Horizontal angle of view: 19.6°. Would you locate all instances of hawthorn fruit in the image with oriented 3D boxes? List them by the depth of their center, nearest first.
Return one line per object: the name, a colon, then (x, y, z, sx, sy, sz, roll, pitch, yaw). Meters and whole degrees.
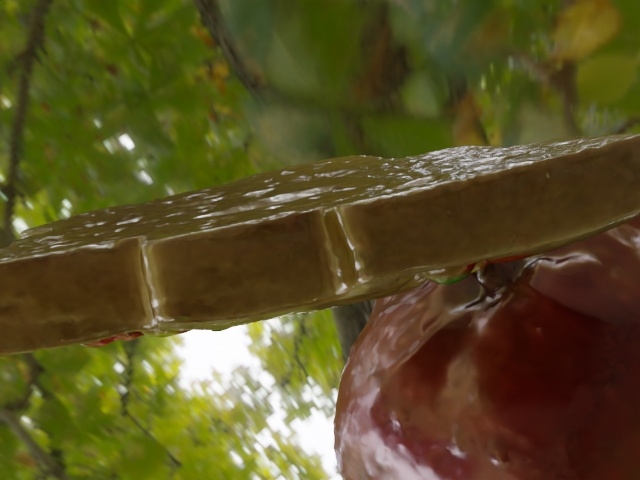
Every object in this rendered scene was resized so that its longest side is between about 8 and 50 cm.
hawthorn fruit: (0.099, 0.063, 0.753, 0.205, 0.253, 0.205, -14, -131, 17)

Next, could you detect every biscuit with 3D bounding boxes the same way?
biscuit: (0.000, 0.000, 0.582, 0.238, 0.212, 0.041, -6, -84, 37)
